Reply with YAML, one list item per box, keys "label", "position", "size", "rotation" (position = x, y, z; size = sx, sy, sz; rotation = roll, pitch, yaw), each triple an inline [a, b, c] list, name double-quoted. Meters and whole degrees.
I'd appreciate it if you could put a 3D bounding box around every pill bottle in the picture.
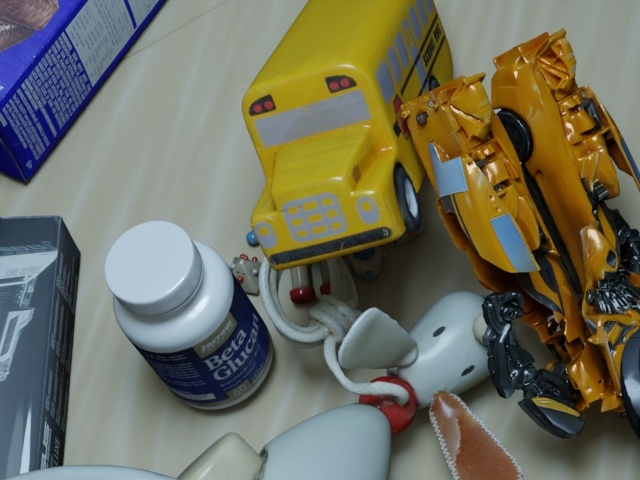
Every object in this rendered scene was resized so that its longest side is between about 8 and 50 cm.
- label: "pill bottle"
  position: [-0.103, 0.056, 1.158]
  size: [0.094, 0.169, 0.094]
  rotation: [-8, 59, 13]

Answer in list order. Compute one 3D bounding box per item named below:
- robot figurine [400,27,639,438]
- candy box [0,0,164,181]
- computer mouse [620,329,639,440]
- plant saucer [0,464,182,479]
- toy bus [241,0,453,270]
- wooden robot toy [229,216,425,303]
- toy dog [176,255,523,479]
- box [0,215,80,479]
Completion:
- label: "robot figurine"
  position: [0.181, 0.000, 1.127]
  size: [0.211, 0.085, 0.291]
  rotation: [-30, 96, -37]
- label: "candy box"
  position: [-0.294, -0.252, 1.368]
  size: [0.268, 0.122, 0.317]
  rotation: [26, 68, 18]
- label: "computer mouse"
  position: [0.307, 0.167, 1.075]
  size: [0.262, 0.060, 0.184]
  rotation: [13, 57, -31]
- label: "plant saucer"
  position: [-0.139, 0.348, 0.997]
  size: [0.400, 0.100, 0.400]
  rotation: [-1, 84, 13]
- label: "toy bus"
  position: [0.025, -0.105, 1.173]
  size: [0.108, 0.130, 0.332]
  rotation: [-13, 23, 19]
- label: "wooden robot toy"
  position: [0.000, 0.000, 1.232]
  size: [0.173, 0.079, 0.076]
  rotation: [-12, 63, 1]
- label: "toy dog"
  position: [0.034, 0.142, 1.074]
  size: [0.220, 0.161, 0.333]
  rotation: [32, 63, -15]
- label: "box"
  position: [-0.327, 0.134, 1.203]
  size: [0.242, 0.076, 0.307]
  rotation: [-2, 63, 5]
